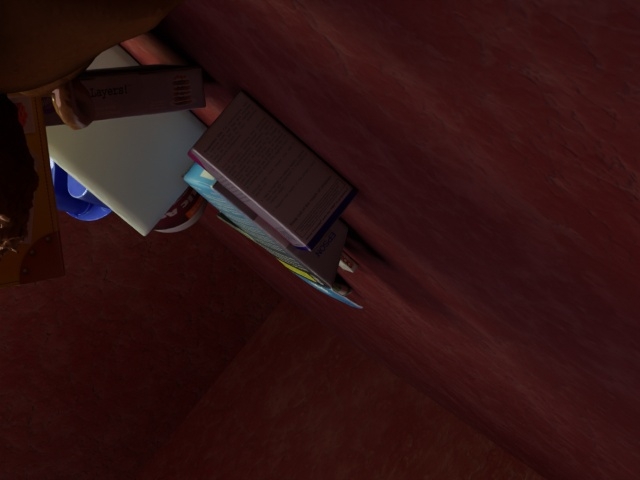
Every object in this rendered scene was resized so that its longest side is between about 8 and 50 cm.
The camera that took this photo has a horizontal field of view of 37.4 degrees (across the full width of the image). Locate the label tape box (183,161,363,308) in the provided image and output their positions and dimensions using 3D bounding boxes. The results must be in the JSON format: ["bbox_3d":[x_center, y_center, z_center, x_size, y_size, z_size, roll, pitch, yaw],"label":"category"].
[{"bbox_3d":[-0.064,-0.035,1.708,0.347,0.115,0.249,39,173,-19],"label":"label tape box"}]

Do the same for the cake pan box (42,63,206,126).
[{"bbox_3d":[-0.333,-0.223,1.427,0.245,0.266,0.070,19,117,63],"label":"cake pan box"}]

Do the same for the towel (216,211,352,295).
[{"bbox_3d":[-0.088,0.030,2.324,0.325,0.038,0.248,35,177,-42],"label":"towel"}]

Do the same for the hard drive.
[{"bbox_3d":[-0.378,-0.207,1.723,0.353,0.233,0.047,43,172,-24],"label":"hard drive"}]

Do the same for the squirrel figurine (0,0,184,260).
[{"bbox_3d":[-0.268,-0.177,0.741,0.281,0.397,0.370,36,165,-12],"label":"squirrel figurine"}]

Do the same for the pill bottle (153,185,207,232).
[{"bbox_3d":[-0.368,-0.147,2.075,0.224,0.224,0.392,38,173,9],"label":"pill bottle"}]

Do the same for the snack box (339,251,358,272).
[{"bbox_3d":[0.000,0.000,1.929,0.178,0.022,0.064,42,173,-18],"label":"snack box"}]

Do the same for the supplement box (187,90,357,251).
[{"bbox_3d":[-0.072,-0.096,1.360,0.220,0.114,0.111,39,174,-11],"label":"supplement box"}]

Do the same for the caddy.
[{"bbox_3d":[-0.579,-0.220,2.280,0.241,0.341,0.179,-8,174,25],"label":"caddy"}]

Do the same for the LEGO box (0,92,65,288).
[{"bbox_3d":[-0.524,-0.201,1.295,0.372,0.193,0.500,12,110,58],"label":"LEGO box"}]
